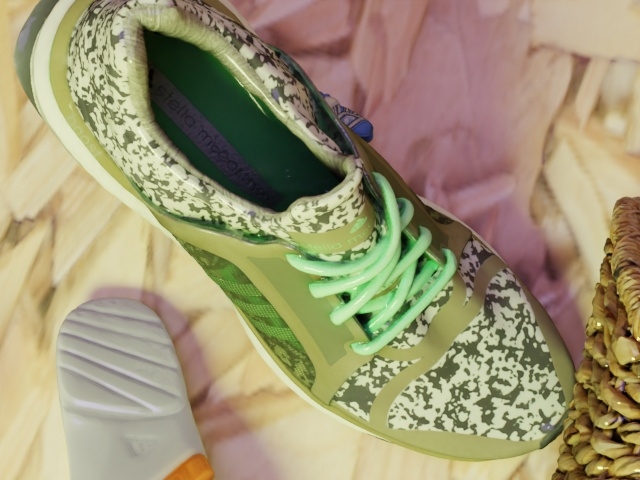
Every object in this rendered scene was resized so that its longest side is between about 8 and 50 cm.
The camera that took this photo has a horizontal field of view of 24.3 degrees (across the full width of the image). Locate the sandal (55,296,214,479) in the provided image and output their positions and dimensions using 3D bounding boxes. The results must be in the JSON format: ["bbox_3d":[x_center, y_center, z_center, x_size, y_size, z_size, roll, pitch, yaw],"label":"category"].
[{"bbox_3d":[-0.111,0.160,0.928,0.102,0.076,0.265,-6,56,-10],"label":"sandal"}]

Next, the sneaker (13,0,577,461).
[{"bbox_3d":[0.000,0.000,0.849,0.410,0.182,0.158,40,86,-14],"label":"sneaker"}]

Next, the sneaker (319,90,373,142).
[{"bbox_3d":[-0.005,-0.029,0.963,0.058,0.052,0.135,22,82,5],"label":"sneaker"}]

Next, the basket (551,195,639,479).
[{"bbox_3d":[0.296,0.088,0.816,0.299,0.213,0.223,15,81,3],"label":"basket"}]
